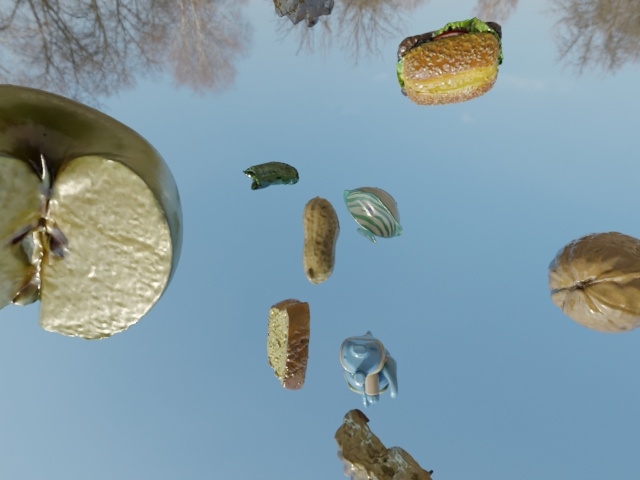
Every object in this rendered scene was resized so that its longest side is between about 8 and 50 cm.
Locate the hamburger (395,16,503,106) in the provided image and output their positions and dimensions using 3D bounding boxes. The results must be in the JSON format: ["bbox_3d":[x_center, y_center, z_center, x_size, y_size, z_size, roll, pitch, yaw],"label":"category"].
[{"bbox_3d":[0.206,-0.281,0.647,0.166,0.137,0.087,-4,-127,15],"label":"hamburger"}]

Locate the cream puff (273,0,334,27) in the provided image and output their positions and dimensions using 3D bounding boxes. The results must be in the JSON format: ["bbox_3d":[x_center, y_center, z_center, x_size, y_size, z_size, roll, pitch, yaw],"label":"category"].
[{"bbox_3d":[-0.022,-0.404,0.624,0.122,0.116,0.094,-22,-123,15],"label":"cream puff"}]

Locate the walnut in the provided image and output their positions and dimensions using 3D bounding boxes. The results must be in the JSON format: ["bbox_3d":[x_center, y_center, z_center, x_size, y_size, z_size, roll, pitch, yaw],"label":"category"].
[{"bbox_3d":[0.553,0.078,0.769,0.213,0.213,0.213,1,-137,-1],"label":"walnut"}]

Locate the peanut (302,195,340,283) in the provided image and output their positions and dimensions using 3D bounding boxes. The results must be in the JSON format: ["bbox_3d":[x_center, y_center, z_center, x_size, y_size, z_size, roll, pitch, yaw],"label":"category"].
[{"bbox_3d":[0.000,0.000,0.976,0.100,0.099,0.214,3,-99,2],"label":"peanut"}]

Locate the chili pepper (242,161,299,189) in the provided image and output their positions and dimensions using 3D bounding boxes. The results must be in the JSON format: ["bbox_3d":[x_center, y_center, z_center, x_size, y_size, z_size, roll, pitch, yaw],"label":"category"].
[{"bbox_3d":[-0.179,-0.235,1.443,0.224,0.098,0.061,-12,-176,-38],"label":"chili pepper"}]

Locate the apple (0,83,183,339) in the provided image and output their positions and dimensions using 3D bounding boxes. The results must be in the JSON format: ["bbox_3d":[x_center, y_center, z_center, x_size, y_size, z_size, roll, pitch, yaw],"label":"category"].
[{"bbox_3d":[-0.321,-0.032,0.465,0.295,0.258,0.233,6,-135,-32],"label":"apple"}]

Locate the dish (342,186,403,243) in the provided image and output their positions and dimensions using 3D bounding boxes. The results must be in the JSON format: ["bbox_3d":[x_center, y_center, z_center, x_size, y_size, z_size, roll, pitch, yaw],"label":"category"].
[{"bbox_3d":[0.175,-0.094,1.253,0.224,0.246,0.078,35,-113,17],"label":"dish"}]

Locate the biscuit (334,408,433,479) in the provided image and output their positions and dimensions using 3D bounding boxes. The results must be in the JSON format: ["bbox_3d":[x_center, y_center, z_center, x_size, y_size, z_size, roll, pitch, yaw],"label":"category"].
[{"bbox_3d":[0.083,0.344,0.587,0.061,0.118,0.183,-10,-165,-36],"label":"biscuit"}]

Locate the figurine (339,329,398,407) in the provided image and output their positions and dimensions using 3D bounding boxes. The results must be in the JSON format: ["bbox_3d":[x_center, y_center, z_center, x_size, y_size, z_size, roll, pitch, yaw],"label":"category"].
[{"bbox_3d":[0.123,0.337,1.050,0.154,0.262,0.180,-28,-108,5],"label":"figurine"}]

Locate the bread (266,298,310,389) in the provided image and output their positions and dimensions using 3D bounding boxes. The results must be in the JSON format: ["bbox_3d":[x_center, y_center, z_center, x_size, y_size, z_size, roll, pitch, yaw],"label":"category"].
[{"bbox_3d":[-0.066,0.212,0.834,0.065,0.187,0.103,-3,-165,-32],"label":"bread"}]
